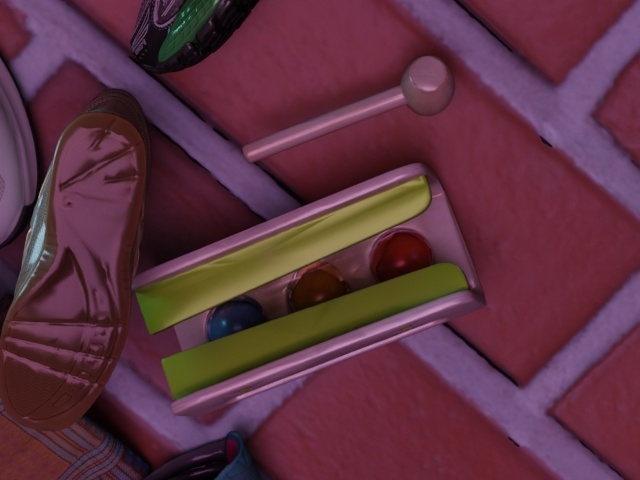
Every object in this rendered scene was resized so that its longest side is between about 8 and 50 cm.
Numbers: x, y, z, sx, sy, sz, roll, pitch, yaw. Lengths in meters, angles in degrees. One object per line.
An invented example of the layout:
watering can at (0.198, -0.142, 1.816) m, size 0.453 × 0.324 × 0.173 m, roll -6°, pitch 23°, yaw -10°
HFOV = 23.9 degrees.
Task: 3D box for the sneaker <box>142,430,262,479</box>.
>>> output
sneaker at (-0.050, 0.263, 1.370) m, size 0.295 × 0.124 × 0.178 m, roll 1°, pitch 117°, yaw 4°

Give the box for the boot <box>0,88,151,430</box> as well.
boot at (-0.198, 0.009, 1.247) m, size 0.095 × 0.203 × 0.262 m, roll 11°, pitch 102°, yaw -8°

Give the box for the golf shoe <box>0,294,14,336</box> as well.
golf shoe at (-0.260, 0.143, 1.365) m, size 0.086 × 0.067 × 0.186 m, roll 10°, pitch 108°, yaw 1°

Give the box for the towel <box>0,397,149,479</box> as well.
towel at (-0.330, 0.212, 1.265) m, size 0.271 × 0.040 × 0.370 m, roll -44°, pitch 138°, yaw -2°

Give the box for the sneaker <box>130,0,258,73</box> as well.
sneaker at (-0.084, -0.297, 1.198) m, size 0.146 × 0.134 × 0.343 m, roll 20°, pitch 99°, yaw 4°

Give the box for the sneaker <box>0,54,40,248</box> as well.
sneaker at (-0.387, -0.157, 1.178) m, size 0.169 × 0.257 × 0.447 m, roll -24°, pitch 105°, yaw 10°

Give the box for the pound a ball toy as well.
pound a ball toy at (0.000, 0.000, 1.291) m, size 0.319 × 0.136 × 0.208 m, roll -22°, pitch 80°, yaw 10°
